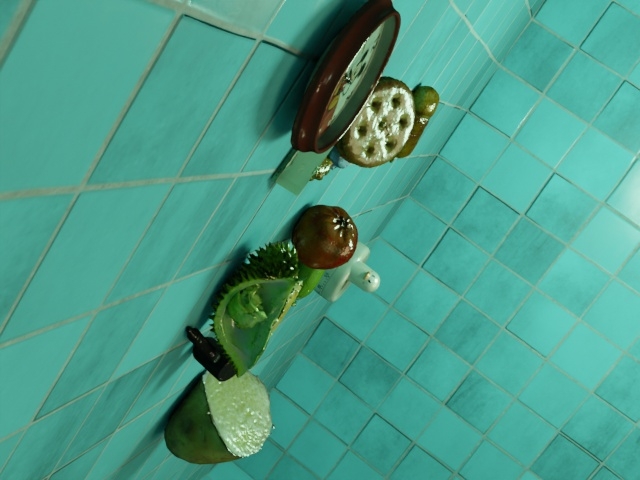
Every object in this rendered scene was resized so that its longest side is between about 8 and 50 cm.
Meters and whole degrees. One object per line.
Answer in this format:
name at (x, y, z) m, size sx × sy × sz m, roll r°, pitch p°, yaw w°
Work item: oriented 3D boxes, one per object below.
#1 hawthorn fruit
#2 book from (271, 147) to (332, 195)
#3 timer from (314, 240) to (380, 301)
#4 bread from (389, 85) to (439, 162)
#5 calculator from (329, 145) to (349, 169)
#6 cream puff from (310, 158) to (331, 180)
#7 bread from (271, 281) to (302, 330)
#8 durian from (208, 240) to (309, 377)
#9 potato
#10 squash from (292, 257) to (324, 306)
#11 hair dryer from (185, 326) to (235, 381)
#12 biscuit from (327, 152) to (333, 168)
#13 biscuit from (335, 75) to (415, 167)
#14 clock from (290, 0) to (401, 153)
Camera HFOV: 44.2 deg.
hawthorn fruit at (0.000, 0.000, 2.106) m, size 0.200 × 0.179 × 0.179 m, roll -34°, pitch -174°, yaw 41°
book at (-0.036, -0.164, 1.649) m, size 0.135 × 0.017 × 0.103 m, roll -55°, pitch 148°, yaw 4°
timer at (0.088, 0.109, 2.659) m, size 0.233 × 0.240 × 0.233 m, roll -52°, pitch 171°, yaw -12°
bread at (0.280, -0.345, 2.436) m, size 0.124 × 0.084 × 0.344 m, roll -47°, pitch 169°, yaw -34°
calculator at (0.087, -0.254, 1.876) m, size 0.210 × 0.039 × 0.121 m, roll -54°, pitch 167°, yaw 3°
cream puff at (-0.017, -0.166, 1.734) m, size 0.058 × 0.083 × 0.083 m, roll -6°, pitch -139°, yaw 39°
bread at (-0.147, 0.174, 2.117) m, size 0.245 × 0.121 × 0.174 m, roll -60°, pitch 178°, yaw 14°
durian at (-0.148, 0.139, 1.841) m, size 0.355 × 0.169 × 0.157 m, roll -58°, pitch 168°, yaw 31°
potato at (-0.320, 0.536, 2.327) m, size 0.237 × 0.300 × 0.289 m, roll -36°, pitch 147°, yaw 32°
squash at (-0.020, 0.054, 2.375) m, size 0.101 × 0.101 × 0.378 m, roll -39°, pitch 158°, yaw -57°
hair dryer at (-0.287, 0.256, 1.903) m, size 0.070 × 0.114 × 0.248 m, roll -47°, pitch 149°, yaw -11°
biscuit at (0.062, -0.257, 1.909) m, size 0.237 × 0.013 × 0.232 m, roll -46°, pitch 168°, yaw -32°
biscuit at (0.124, -0.268, 1.787) m, size 0.220 × 0.066 × 0.220 m, roll -24°, pitch 132°, yaw -30°
clock at (0.038, -0.300, 1.435) m, size 0.318 × 0.080 × 0.318 m, roll -56°, pitch 170°, yaw -14°
